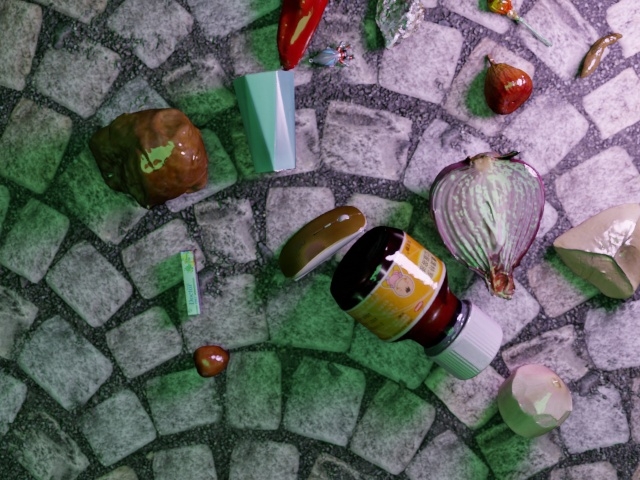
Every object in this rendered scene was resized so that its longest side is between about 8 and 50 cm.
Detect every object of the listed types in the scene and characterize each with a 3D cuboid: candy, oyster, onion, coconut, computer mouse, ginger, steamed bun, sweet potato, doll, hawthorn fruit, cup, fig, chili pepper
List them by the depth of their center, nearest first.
[{"bbox_3d":[-0.397,-0.214,1.843,0.223,0.200,0.269,-35,49,-27],"label":"ginger"},{"bbox_3d":[0.434,-0.381,1.848,0.119,0.119,0.153,-34,90,3],"label":"fig"},{"bbox_3d":[0.521,0.379,1.849,0.171,0.171,0.183,37,136,-1],"label":"coconut"},{"bbox_3d":[0.402,-0.040,1.850,0.267,0.159,0.349,-4,100,13],"label":"onion"},{"bbox_3d":[-0.023,-0.594,1.858,0.110,0.110,0.388,25,99,0],"label":"chili pepper"},{"bbox_3d":[0.713,0.036,1.867,0.231,0.110,0.212,-31,92,6],"label":"steamed bun"},{"bbox_3d":[-0.123,-0.282,1.870,0.134,0.148,0.236,-2,99,34],"label":"cup"},{"bbox_3d":[0.193,-0.556,1.873,0.124,0.064,0.177,-11,91,6],"label":"oyster"},{"bbox_3d":[0.487,-0.535,1.875,0.201,0.060,0.060,37,94,-7],"label":"candy"},{"bbox_3d":[0.674,-0.455,1.876,0.041,0.038,0.153,43,85,-23],"label":"sweet potato"},{"bbox_3d":[0.000,0.000,1.887,0.245,0.126,0.056,-34,129,4],"label":"computer mouse"},{"bbox_3d":[0.028,-0.450,1.894,0.114,0.039,0.057,-15,127,-8],"label":"doll"},{"bbox_3d":[-0.268,0.297,1.925,0.093,0.081,0.081,-19,92,-12],"label":"hawthorn fruit"}]

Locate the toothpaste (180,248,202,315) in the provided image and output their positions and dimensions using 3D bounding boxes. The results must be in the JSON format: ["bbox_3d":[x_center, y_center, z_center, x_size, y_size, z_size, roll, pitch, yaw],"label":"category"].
[{"bbox_3d":[-0.324,0.104,1.931,0.034,0.046,0.164,-6,93,-2],"label":"toothpaste"}]

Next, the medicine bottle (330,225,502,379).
[{"bbox_3d":[0.238,0.154,1.834,0.395,0.242,0.242,35,94,-15],"label":"medicine bottle"}]
